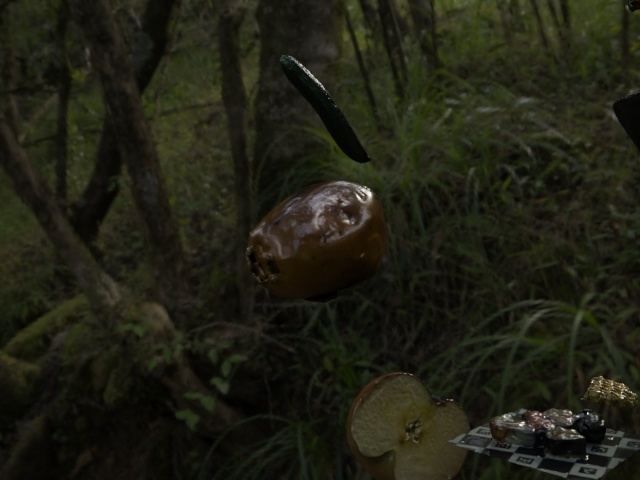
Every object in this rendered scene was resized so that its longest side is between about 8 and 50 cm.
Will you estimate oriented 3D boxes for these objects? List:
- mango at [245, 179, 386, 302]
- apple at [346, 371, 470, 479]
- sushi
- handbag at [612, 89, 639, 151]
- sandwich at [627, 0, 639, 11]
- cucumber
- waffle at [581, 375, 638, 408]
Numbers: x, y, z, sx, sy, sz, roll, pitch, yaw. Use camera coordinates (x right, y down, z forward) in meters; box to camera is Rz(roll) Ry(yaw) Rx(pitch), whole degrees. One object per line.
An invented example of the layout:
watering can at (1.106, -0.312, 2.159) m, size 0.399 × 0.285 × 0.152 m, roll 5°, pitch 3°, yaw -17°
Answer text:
mango at (0.000, 0.000, 1.401) m, size 0.287 × 0.201 × 0.152 m, roll -31°, pitch -22°, yaw -43°
apple at (0.193, 0.457, 1.934) m, size 0.251 × 0.293 × 0.163 m, roll -47°, pitch 5°, yaw -19°
sushi at (0.498, 0.403, 1.743) m, size 0.320 × 0.068 × 0.339 m, roll -7°, pitch 9°, yaw -44°
handbag at (0.707, -0.161, 1.523) m, size 0.075 × 0.332 × 0.191 m, roll -43°, pitch 9°, yaw -25°
sandwich at (0.728, -0.545, 1.788) m, size 0.101 × 0.069 × 0.026 m, roll -7°, pitch -20°, yaw -7°
cucumber at (0.008, -0.176, 1.082) m, size 0.033 × 0.184 × 0.036 m, roll -42°, pitch 8°, yaw -32°
waffle at (0.730, 0.389, 2.078) m, size 0.192 × 0.046 × 0.161 m, roll 6°, pitch 10°, yaw -33°
